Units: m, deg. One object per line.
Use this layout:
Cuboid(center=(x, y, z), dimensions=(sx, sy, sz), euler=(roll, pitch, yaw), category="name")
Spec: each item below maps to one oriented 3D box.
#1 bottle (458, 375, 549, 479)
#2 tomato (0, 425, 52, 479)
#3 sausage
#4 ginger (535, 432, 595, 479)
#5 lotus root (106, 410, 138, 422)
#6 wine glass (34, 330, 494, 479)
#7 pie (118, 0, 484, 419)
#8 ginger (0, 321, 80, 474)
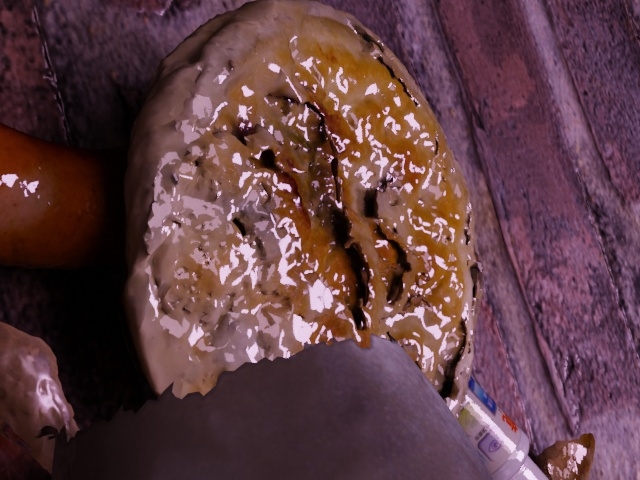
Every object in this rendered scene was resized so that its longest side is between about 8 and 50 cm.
Cuboid(center=(0.113, 0.145, 1.337), dimensions=(0.217, 0.060, 0.060), euler=(48, 41, -16), category="bottle")
Cuboid(center=(-0.201, 0.255, 0.832), dimensions=(0.338, 0.144, 0.338), euler=(45, 34, -42), category="tomato")
Cuboid(center=(-0.152, -0.032, 1.105), dimensions=(0.302, 0.076, 0.103), euler=(-2, 68, -52), category="sausage")
Cuboid(center=(0.180, 0.207, 1.419), dimensions=(0.057, 0.044, 0.137), euler=(74, 32, -46), category="ginger")
Cuboid(center=(-0.034, 0.250, 1.029), dimensions=(0.169, 0.151, 0.342), euler=(152, -82, -84), category="lotus root")
Cuboid(center=(-0.002, 0.216, 0.840), dimensions=(0.238, 0.238, 0.323), euler=(-2, 72, -51), category="wine glass")
Cuboid(center=(0.000, 0.000, 1.162), dimensions=(0.339, 0.077, 0.339), euler=(10, 76, -47), category="pie")
Cuboid(center=(-0.230, 0.070, 0.977), dimensions=(0.258, 0.065, 0.149), euler=(51, 53, -29), category="ginger")
